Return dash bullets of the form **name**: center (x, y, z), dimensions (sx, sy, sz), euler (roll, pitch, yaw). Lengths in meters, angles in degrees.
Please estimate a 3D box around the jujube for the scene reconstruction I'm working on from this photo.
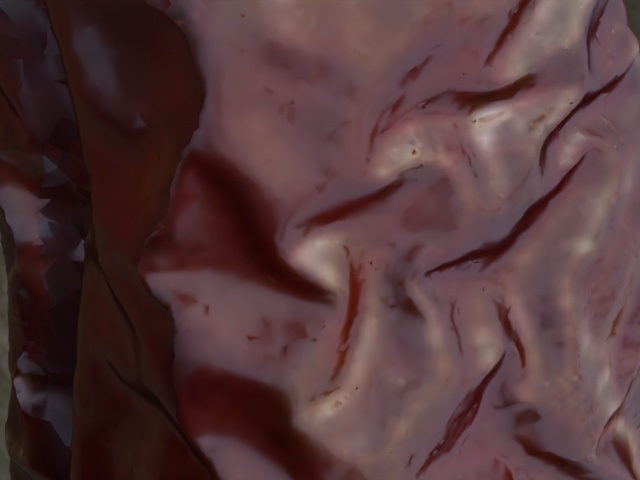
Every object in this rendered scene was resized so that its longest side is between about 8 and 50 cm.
- **jujube**: center (0.000, 0.000, 0.437), dimensions (0.216, 0.216, 0.342), euler (-30, 132, -29)
